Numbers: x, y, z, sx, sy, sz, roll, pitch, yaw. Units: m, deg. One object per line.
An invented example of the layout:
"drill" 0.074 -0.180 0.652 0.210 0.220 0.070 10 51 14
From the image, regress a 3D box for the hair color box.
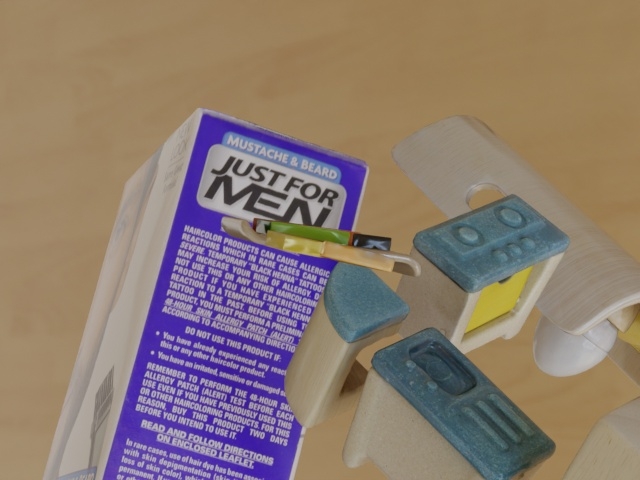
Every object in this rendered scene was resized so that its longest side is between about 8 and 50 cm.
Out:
"hair color box" -0.084 0.117 1.057 0.185 0.110 0.339 148 139 -69

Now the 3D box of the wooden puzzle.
"wooden puzzle" 0.000 0.000 0.768 0.116 0.078 0.014 -169 91 -73

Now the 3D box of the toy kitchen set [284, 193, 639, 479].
"toy kitchen set" 0.110 0.062 0.884 0.207 0.166 0.122 44 130 24

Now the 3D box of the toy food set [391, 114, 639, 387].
"toy food set" 0.189 0.058 1.310 0.092 0.306 0.220 -46 44 4
